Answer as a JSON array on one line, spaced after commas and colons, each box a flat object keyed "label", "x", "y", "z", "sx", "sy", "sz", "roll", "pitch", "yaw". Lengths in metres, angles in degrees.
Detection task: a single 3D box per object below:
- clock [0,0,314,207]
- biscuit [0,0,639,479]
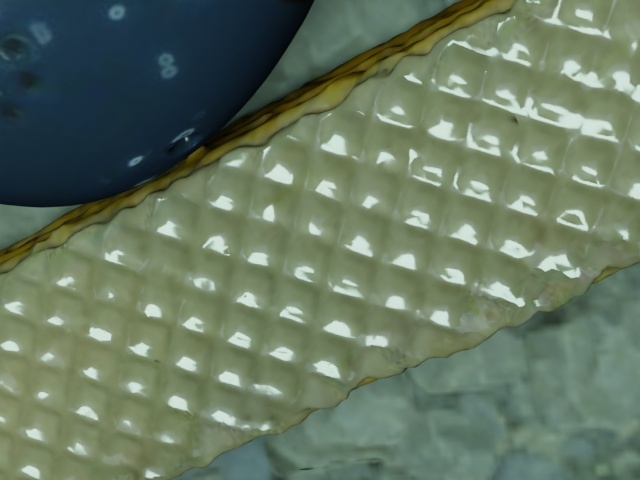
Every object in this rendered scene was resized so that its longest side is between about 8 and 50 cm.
[{"label": "clock", "x": -0.040, "y": -0.109, "z": 0.471, "sx": 0.243, "sy": 0.146, "sz": 0.199, "roll": -28, "pitch": 128, "yaw": 23}, {"label": "biscuit", "x": 0.000, "y": 0.000, "z": 0.559, "sx": 0.379, "sy": 0.054, "sz": 0.094, "roll": -26, "pitch": 103, "yaw": 22}]
